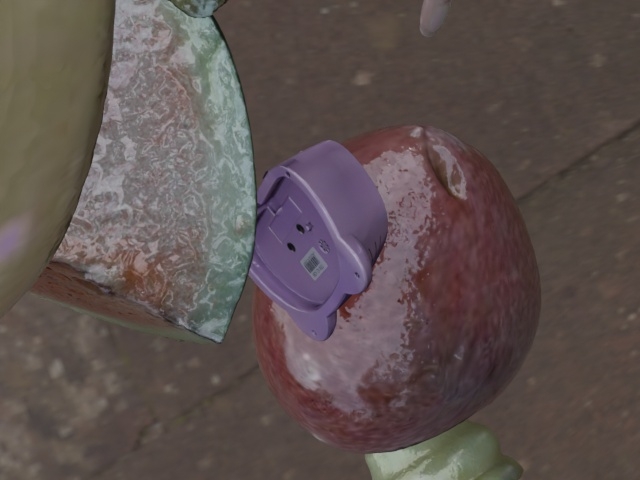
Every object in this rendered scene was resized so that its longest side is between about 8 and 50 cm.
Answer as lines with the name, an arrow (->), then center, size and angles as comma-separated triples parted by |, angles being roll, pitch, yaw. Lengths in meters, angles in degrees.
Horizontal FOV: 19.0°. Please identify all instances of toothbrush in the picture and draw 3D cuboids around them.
toothbrush -> 0.102, -0.212, 1.535 | 0.025, 0.307, 0.029 | -27, 79, -7

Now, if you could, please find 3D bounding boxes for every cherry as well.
cherry -> 0.061, 0.039, 1.585 | 0.221, 0.261, 0.307 | 25, 129, 37

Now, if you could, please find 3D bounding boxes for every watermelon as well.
watermelon -> -0.148, -0.053, 0.994 | 0.176, 0.260, 0.256 | -22, 98, -18

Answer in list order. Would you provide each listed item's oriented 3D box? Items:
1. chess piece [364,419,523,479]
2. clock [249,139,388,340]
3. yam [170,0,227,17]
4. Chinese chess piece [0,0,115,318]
chess piece -> 0.064, 0.152, 1.805 | 0.144, 0.144, 0.251 | -35, 85, 25
clock -> 0.000, 0.000, 1.379 | 0.110, 0.050, 0.152 | 51, 151, 9
yam -> -0.077, -0.137, 0.725 | 0.132, 0.054, 0.054 | 38, 112, 4
Chinese chess piece -> -0.157, -0.085, 0.486 | 0.273, 0.102, 0.273 | 19, 114, 49
